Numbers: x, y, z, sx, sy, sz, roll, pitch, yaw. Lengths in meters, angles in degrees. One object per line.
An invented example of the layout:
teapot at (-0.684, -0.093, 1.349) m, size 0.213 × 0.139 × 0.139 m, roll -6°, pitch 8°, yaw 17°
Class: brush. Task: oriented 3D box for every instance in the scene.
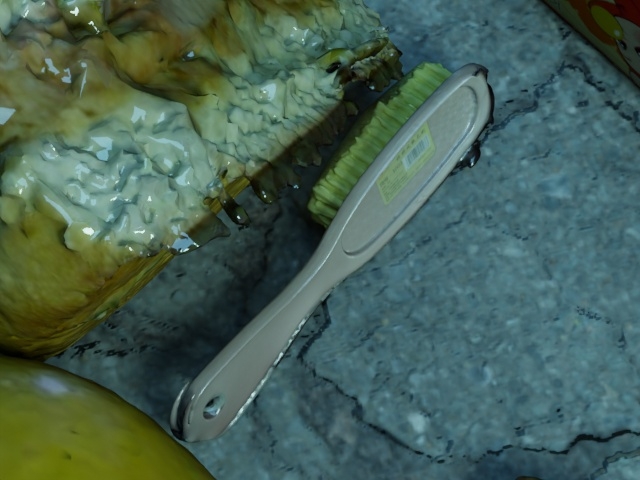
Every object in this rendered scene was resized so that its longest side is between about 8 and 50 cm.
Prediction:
brush at (0.000, 0.000, 0.997) m, size 0.067 × 0.072 × 0.313 m, roll 29°, pitch 72°, yaw 36°

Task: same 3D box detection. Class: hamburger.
hamburger at (-0.159, -0.082, 0.880) m, size 0.287 × 0.445 × 0.268 m, roll -39°, pitch 96°, yaw 25°

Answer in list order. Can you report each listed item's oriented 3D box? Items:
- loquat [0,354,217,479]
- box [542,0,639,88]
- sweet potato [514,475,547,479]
loquat at (-0.175, 0.198, 0.784) m, size 0.328 × 0.328 × 0.359 m, roll 4°, pitch 37°, yaw 2°
box at (0.260, -0.227, 0.975) m, size 0.214 × 0.259 × 0.283 m, roll -42°, pitch 73°, yaw -13°
sweet potato at (0.204, 0.223, 0.884) m, size 0.251 × 0.097 × 0.097 m, roll 36°, pitch 72°, yaw 18°
